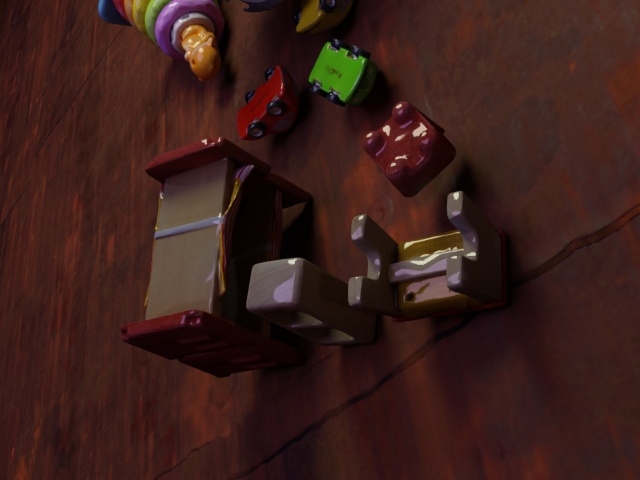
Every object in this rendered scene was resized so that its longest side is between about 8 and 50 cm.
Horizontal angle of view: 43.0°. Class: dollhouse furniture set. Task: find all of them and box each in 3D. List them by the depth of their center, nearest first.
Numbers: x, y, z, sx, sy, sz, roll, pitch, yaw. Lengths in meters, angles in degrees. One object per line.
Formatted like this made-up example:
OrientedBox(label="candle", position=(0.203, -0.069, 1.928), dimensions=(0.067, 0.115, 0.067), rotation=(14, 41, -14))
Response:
OrientedBox(label="dollhouse furniture set", position=(0.000, 0.000, 0.756), dimensions=(0.374, 0.152, 0.201), rotation=(-13, 61, 34))

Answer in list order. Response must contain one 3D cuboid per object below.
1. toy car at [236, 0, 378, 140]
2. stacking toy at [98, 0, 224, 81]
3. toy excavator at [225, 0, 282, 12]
OrientedBox(label="toy car", position=(0.005, -0.191, 0.897), dimensions=(0.239, 0.053, 0.225), rotation=(-64, 34, 12))
OrientedBox(label="stacking toy", position=(-0.208, -0.336, 1.220), dimensions=(0.301, 0.166, 0.175), rotation=(57, 137, 39))
OrientedBox(label="toy excavator", position=(-0.045, -0.493, 0.860), dimensions=(0.222, 0.433, 0.445), rotation=(-73, -10, -47))
